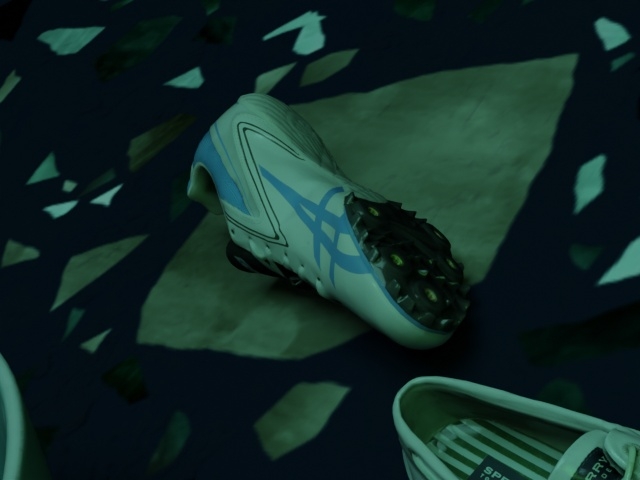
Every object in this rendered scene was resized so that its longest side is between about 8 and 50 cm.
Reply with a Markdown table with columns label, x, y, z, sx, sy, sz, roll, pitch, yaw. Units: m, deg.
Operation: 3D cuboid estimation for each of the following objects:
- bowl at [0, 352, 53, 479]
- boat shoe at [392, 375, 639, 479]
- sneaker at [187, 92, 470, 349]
| label | x | y | z | sx | sy | sz | roll | pitch | yaw |
| --- | --- | --- | --- | --- | --- | --- | --- | --- | --- |
| bowl | -0.220 | 0.197 | 0.698 | 0.311 | 0.163 | 0.311 | -21 | 37 | 17 |
| boat shoe | 0.109 | 0.112 | 0.617 | 0.226 | 0.076 | 0.083 | 12 | 55 | 46 |
| sneaker | 0.000 | 0.000 | 0.849 | 0.086 | 0.085 | 0.237 | -58 | 37 | 11 |
